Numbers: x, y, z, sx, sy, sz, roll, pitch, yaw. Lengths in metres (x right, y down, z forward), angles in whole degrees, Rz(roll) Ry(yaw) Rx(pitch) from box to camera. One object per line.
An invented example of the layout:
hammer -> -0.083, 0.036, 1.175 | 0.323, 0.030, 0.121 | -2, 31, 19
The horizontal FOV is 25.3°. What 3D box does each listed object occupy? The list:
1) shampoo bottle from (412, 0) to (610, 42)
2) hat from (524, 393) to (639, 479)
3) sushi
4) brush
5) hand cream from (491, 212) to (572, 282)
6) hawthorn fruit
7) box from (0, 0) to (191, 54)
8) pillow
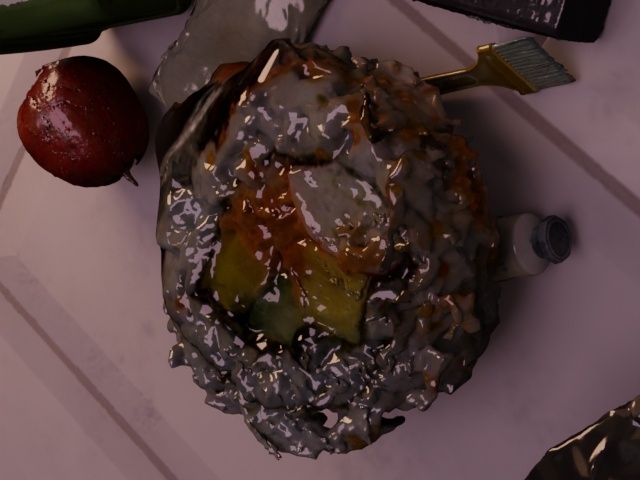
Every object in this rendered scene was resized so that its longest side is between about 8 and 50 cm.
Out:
shampoo bottle -> 0.111, -0.253, 1.322 | 0.309, 0.098, 0.071 | 24, 111, 31
hat -> 0.366, 0.303, 1.140 | 0.366, 0.257, 0.381 | -35, 67, 15
sushi -> 0.001, 0.004, 1.376 | 0.417, 0.176, 0.417 | 8, 103, 41
brush -> 0.134, -0.153, 1.357 | 0.218, 0.082, 0.010 | -8, 59, 44
hand cream -> 0.123, 0.019, 1.410 | 0.276, 0.059, 0.095 | -13, 92, 43
hawthorn fruit -> -0.259, -0.125, 1.612 | 0.172, 0.148, 0.148 | 42, 123, 7
box -> -0.260, -0.367, 1.498 | 0.178, 0.253, 0.328 | 0, 102, 24
pillow -> -0.090, -0.211, 1.520 | 0.148, 0.050, 0.229 | 38, 122, 13
